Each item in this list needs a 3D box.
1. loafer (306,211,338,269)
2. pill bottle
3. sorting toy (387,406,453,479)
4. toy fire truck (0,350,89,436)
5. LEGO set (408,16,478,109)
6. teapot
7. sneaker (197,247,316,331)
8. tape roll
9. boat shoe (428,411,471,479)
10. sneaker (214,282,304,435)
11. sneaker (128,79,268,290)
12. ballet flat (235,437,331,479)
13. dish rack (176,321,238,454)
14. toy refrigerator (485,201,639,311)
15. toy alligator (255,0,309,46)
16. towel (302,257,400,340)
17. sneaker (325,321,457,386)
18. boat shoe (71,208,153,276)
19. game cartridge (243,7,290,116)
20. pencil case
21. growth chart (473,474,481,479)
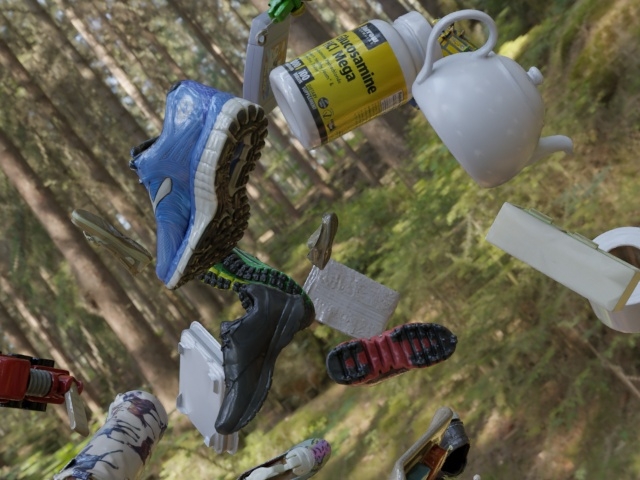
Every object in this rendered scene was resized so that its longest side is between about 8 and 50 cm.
[{"bbox_3d":[0.000,0.000,1.584,0.056,0.050,0.148,-61,-13,-49],"label":"loafer"},{"bbox_3d":[0.078,-0.340,1.620,0.334,0.187,0.188,-29,-10,-6],"label":"pill bottle"},{"bbox_3d":[0.086,0.378,0.993,0.229,0.041,0.307,-20,-46,-65],"label":"sorting toy"},{"bbox_3d":[-0.596,0.319,1.632,0.246,0.158,0.217,-4,-18,33],"label":"toy fire truck"},{"bbox_3d":[0.243,-0.458,1.936,0.255,0.192,0.331,-52,-5,28],"label":"LEGO set"},{"bbox_3d":[0.284,-0.228,1.300,0.187,0.252,0.256,-37,-16,17],"label":"teapot"},{"bbox_3d":[-0.152,0.098,1.901,0.134,0.344,0.146,-58,-12,10],"label":"sneaker"},{"bbox_3d":[0.843,0.108,2.121,0.246,0.246,0.169,-39,-46,2],"label":"tape roll"},{"bbox_3d":[0.241,0.416,1.483,0.081,0.068,0.227,-19,-41,-13],"label":"boat shoe"},{"bbox_3d":[-0.138,0.210,1.416,0.286,0.130,0.109,-67,14,-15],"label":"sneaker"},{"bbox_3d":[-0.176,-0.074,1.050,0.130,0.147,0.330,-35,-27,-48],"label":"sneaker"},{"bbox_3d":[-0.081,0.486,1.653,0.222,0.076,0.079,-26,-25,2],"label":"ballet flat"},{"bbox_3d":[-0.328,0.425,2.197,0.072,0.285,0.332,-14,-55,-35],"label":"dish rack"},{"bbox_3d":[0.459,0.025,1.465,0.102,0.270,0.094,5,-66,-58],"label":"toy refrigerator"},{"bbox_3d":[-0.059,-0.392,1.272,0.189,0.051,0.056,-52,-42,-14],"label":"toy alligator"},{"bbox_3d":[0.082,0.178,2.286,0.187,0.282,0.049,-65,2,-14],"label":"towel"},{"bbox_3d":[0.146,0.240,1.624,0.276,0.097,0.135,-14,-18,-4],"label":"sneaker"},{"bbox_3d":[-0.341,0.005,1.253,0.048,0.056,0.153,-49,-52,4],"label":"boat shoe"},{"bbox_3d":[-0.150,-0.475,2.130,0.198,0.062,0.297,-64,-15,-56],"label":"game cartridge"},{"bbox_3d":[-0.526,0.540,1.973,0.160,0.184,0.410,-51,6,20],"label":"pencil case"},{"bbox_3d":[0.276,0.624,1.618,0.237,0.172,0.021,-33,-32,3],"label":"growth chart"}]
